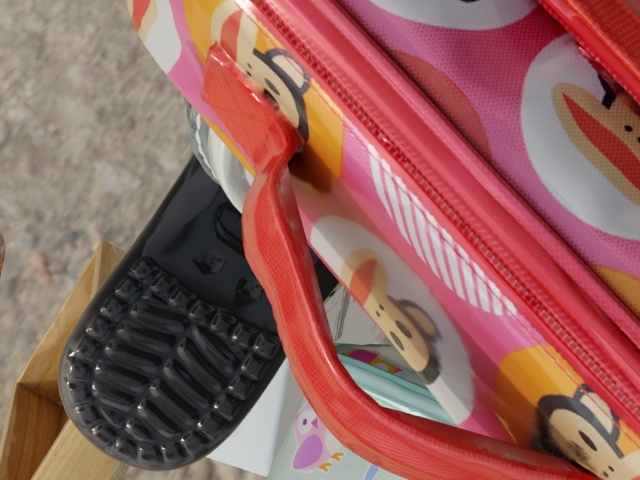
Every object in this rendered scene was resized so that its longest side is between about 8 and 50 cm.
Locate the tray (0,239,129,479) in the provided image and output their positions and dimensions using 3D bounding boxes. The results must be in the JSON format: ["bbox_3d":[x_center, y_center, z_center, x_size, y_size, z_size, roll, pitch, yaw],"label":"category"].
[{"bbox_3d":[-0.242,0.165,1.651,0.076,0.411,0.203,29,104,-13],"label":"tray"}]

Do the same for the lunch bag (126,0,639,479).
[{"bbox_3d":[0.088,-0.037,0.466,0.293,0.258,0.120,48,152,10],"label":"lunch bag"}]

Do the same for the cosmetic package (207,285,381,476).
[{"bbox_3d":[0.000,0.000,1.523,0.097,0.377,0.284,18,115,13],"label":"cosmetic package"}]

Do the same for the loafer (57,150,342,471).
[{"bbox_3d":[-0.013,-0.042,0.927,0.134,0.130,0.366,42,92,-8],"label":"loafer"}]

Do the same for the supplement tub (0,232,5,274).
[{"bbox_3d":[-0.332,0.040,1.450,0.106,0.106,0.198,20,113,3],"label":"supplement tub"}]

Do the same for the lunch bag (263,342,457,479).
[{"bbox_3d":[0.128,0.139,0.888,0.224,0.279,0.108,19,92,38],"label":"lunch bag"}]

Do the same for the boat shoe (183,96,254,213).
[{"bbox_3d":[0.070,-0.137,0.702,0.319,0.099,0.116,-41,125,0],"label":"boat shoe"}]
